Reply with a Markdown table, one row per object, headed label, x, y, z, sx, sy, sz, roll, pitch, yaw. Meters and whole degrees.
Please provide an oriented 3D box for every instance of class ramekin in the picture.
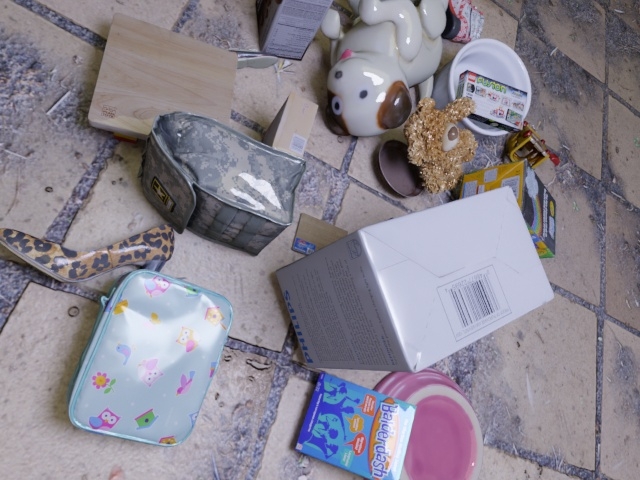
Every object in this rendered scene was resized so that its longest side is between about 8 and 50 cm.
| label | x | y | z | sx | sy | sz | roll | pitch | yaw |
| --- | --- | --- | --- | --- | --- | --- | --- | --- | --- |
| ramekin | 0.466 | -0.434 | 1.283 | 0.276 | 0.135 | 0.278 | 1 | 88 | -18 |

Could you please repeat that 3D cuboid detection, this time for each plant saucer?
| label | x | y | z | sx | sy | sz | roll | pitch | yaw |
| --- | --- | --- | --- | --- | --- | --- | --- | --- | --- |
| plant saucer | 0.245 | 0.455 | 0.971 | 0.331 | 0.084 | 0.333 | 8 | 72 | -24 |
| plant saucer | 0.214 | -0.189 | 1.162 | 0.168 | 0.029 | 0.169 | 14 | 64 | -30 |

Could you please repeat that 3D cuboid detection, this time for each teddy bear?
| label | x | y | z | sx | sy | sz | roll | pitch | yaw |
| --- | --- | --- | --- | --- | --- | --- | --- | --- | --- |
| teddy bear | 0.333 | -0.237 | 1.119 | 0.245 | 0.338 | 0.113 | -49 | 57 | -4 |

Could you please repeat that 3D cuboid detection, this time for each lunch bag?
| label | x | y | z | sx | sy | sz | roll | pitch | yaw |
| --- | --- | --- | --- | --- | --- | --- | --- | --- | --- |
| lunch bag | -0.205 | -0.101 | 0.829 | 0.286 | 0.235 | 0.169 | 21 | 65 | -19 |
| lunch bag | -0.293 | 0.191 | 0.750 | 0.223 | 0.107 | 0.280 | 25 | 73 | -24 |

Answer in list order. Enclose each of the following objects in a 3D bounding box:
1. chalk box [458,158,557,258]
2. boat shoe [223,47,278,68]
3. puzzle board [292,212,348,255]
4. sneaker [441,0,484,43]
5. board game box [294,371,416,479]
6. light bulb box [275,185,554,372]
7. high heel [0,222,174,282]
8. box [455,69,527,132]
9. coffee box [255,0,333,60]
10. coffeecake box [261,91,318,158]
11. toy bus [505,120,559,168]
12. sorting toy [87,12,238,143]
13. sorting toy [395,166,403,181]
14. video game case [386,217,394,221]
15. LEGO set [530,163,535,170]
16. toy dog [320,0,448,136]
| label | x | y | z | sx | sy | sz | roll | pitch | yaw |
| --- | --- | --- | --- | --- | --- | --- | --- | --- | --- |
| chalk box | 0.527 | -0.055 | 1.187 | 0.289 | 0.179 | 0.180 | 35 | 60 | -36 |
| boat shoe | -0.170 | -0.452 | 1.062 | 0.136 | 0.049 | 0.043 | -14 | 79 | -24 |
| puzzle board | 0.000 | 0.000 | 1.029 | 0.128 | 0.011 | 0.097 | 22 | 68 | -18 |
| sneaker | 0.468 | -0.787 | 1.449 | 0.144 | 0.090 | 0.271 | 3 | 77 | -26 |
| board game box | 0.073 | 0.382 | 0.880 | 0.210 | 0.047 | 0.160 | 17 | 65 | 8 |
| light bulb box | 0.157 | 0.082 | 0.839 | 0.357 | 0.361 | 0.226 | -16 | 84 | -29 |
| high heel | -0.403 | -0.004 | 0.778 | 0.261 | 0.093 | 0.186 | 37 | 68 | -30 |
| box | 0.472 | -0.381 | 1.193 | 0.206 | 0.036 | 0.114 | 13 | 85 | -17 |
| coffee box | -0.057 | -0.590 | 1.013 | 0.118 | 0.297 | 0.168 | -2 | 77 | -23 |
| coffeecake box | -0.087 | -0.208 | 0.948 | 0.068 | 0.185 | 0.143 | 22 | 67 | -18 |
| toy bus | 0.650 | -0.301 | 1.381 | 0.202 | 0.104 | 0.191 | 10 | 49 | -44 |
| sorting toy | -0.324 | -0.308 | 0.918 | 0.256 | 0.089 | 0.256 | 11 | 70 | -22 |
| sorting toy | 0.211 | -0.165 | 1.179 | 0.061 | 0.012 | 0.083 | -15 | 81 | -29 |
| video game case | 0.180 | 0.119 | 1.067 | 0.248 | 0.035 | 0.275 | 48 | 61 | -6 |
| LEGO set | 0.684 | -0.234 | 1.430 | 0.083 | 0.023 | 0.054 | -6 | 80 | -41 |
| toy dog | 0.147 | -0.448 | 1.116 | 0.408 | 0.284 | 0.396 | -62 | 144 | -27 |
